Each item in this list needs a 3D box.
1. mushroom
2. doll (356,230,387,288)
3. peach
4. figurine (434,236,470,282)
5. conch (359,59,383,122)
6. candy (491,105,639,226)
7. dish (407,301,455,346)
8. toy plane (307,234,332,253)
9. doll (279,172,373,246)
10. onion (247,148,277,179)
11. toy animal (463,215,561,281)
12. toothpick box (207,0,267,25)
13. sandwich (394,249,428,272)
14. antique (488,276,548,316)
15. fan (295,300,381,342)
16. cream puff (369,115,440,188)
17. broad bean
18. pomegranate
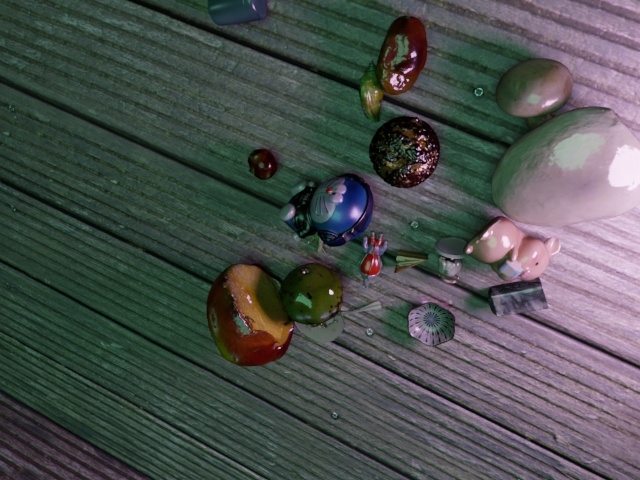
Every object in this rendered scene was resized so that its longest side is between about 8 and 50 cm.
[{"bbox_3d":[0.625,-0.434,1.291,0.206,0.209,0.206,-4,79,19],"label":"mushroom"},{"bbox_3d":[0.192,0.078,1.670,0.102,0.075,0.227,10,103,5],"label":"doll"},{"bbox_3d":[-0.294,0.295,1.772,0.353,0.339,0.416,3,106,17],"label":"peach"},{"bbox_3d":[0.467,0.081,1.564,0.132,0.132,0.153,8,125,16],"label":"figurine"},{"bbox_3d":[0.167,-0.491,1.454,0.080,0.095,0.200,18,119,45],"label":"conch"},{"bbox_3d":[0.724,-0.182,1.287,0.427,0.186,0.386,-21,121,38],"label":"candy"},{"bbox_3d":[0.427,0.309,1.683,0.191,0.066,0.190,6,109,17],"label":"dish"},{"bbox_3d":[0.000,0.000,1.725,0.102,0.040,0.111,11,112,13],"label":"toy plane"},{"bbox_3d":[0.039,-0.110,1.569,0.310,0.284,0.240,-8,147,34],"label":"doll"},{"bbox_3d":[-0.217,-0.287,1.650,0.119,0.118,0.117,-24,117,25],"label":"onion"},{"bbox_3d":[0.620,0.033,1.430,0.256,0.213,0.195,40,130,2],"label":"toy animal"},{"bbox_3d":[-0.284,-0.794,1.482,0.184,0.120,0.120,-2,109,23],"label":"toothpick box"},{"bbox_3d":[0.337,0.085,1.625,0.117,0.074,0.074,9,110,15],"label":"sandwich"},{"bbox_3d":[0.688,0.200,1.541,0.183,0.088,0.086,-16,103,23],"label":"antique"},{"bbox_3d":[0.066,0.312,1.835,0.415,0.012,0.233,-15,105,26],"label":"fan"},{"bbox_3d":[0.276,-0.289,1.454,0.239,0.165,0.239,7,111,19],"label":"cream puff"},{"bbox_3d":[0.253,-0.570,1.363,0.122,0.156,0.228,30,111,45],"label":"broad bean"},{"bbox_3d":[-0.029,0.224,1.717,0.254,0.254,0.270,-8,109,21],"label":"pomegranate"}]
